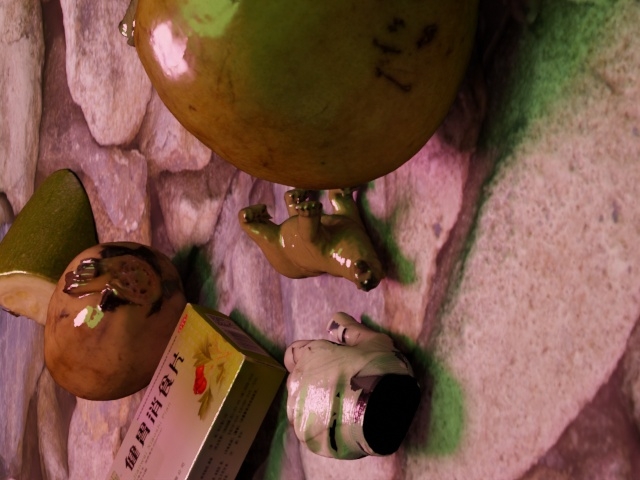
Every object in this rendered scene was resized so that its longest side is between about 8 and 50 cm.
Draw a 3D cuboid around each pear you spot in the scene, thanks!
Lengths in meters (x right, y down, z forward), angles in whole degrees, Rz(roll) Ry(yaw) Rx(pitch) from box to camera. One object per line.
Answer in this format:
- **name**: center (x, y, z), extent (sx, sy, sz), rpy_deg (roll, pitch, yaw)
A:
- **pear**: center (-0.001, -0.205, 1.402), extent (0.304, 0.304, 0.304), rpy_deg (-10, 79, 62)

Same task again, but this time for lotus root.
- **lotus root**: center (-0.273, 0.115, 2.005), extent (0.310, 0.183, 0.183), rpy_deg (-45, 49, 54)

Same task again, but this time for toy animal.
- **toy animal**: center (0.000, 0.000, 1.597), extent (0.219, 0.103, 0.101), rpy_deg (-4, 103, 60)

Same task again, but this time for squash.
- **squash**: center (-0.361, 0.001, 2.330), extent (0.111, 0.203, 0.288), rpy_deg (-64, 0, 38)

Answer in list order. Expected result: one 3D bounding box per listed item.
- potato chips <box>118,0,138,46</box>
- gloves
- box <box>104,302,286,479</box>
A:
- **potato chips**: center (-0.104, -0.394, 1.569), extent (0.373, 0.097, 0.389), rpy_deg (-52, -15, -51)
- **gloves**: center (0.013, 0.142, 1.531), extent (0.212, 0.111, 0.127), rpy_deg (11, 102, 54)
- **box**: center (-0.150, 0.221, 1.801), extent (0.175, 0.062, 0.260), rpy_deg (35, 102, 58)
